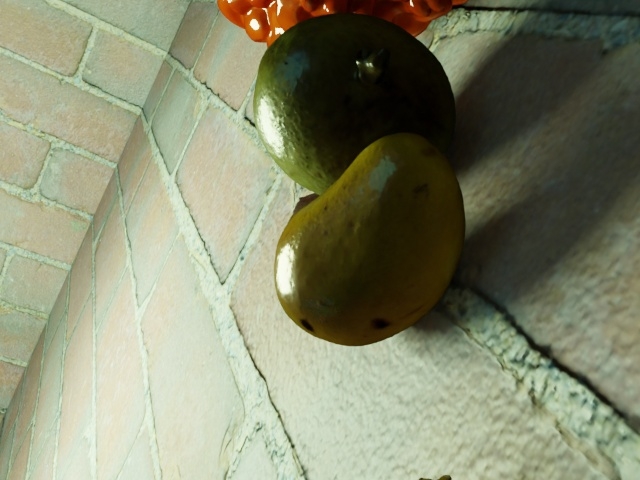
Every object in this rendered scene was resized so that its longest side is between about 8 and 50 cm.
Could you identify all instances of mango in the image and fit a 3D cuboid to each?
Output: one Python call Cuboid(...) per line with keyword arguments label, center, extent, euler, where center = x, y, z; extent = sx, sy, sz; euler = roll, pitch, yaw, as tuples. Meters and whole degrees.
Cuboid(label="mango", center=(0.036, 0.009, 0.474), extent=(0.178, 0.115, 0.090), euler=(-42, -7, 37))

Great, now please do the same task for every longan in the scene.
Cuboid(label="longan", center=(0.028, -0.104, 0.515), extent=(0.176, 0.154, 0.145), euler=(158, 99, -76))

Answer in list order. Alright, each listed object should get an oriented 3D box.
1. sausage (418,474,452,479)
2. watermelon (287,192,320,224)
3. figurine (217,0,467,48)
Cuboid(label="sausage", center=(0.021, 0.258, 0.328), extent=(0.103, 0.076, 0.302), euler=(16, 84, 66))
Cuboid(label="watermelon", center=(0.002, -0.001, 0.598), extent=(0.084, 0.072, 0.092), euler=(-85, 21, -70))
Cuboid(label="figurine", center=(0.024, -0.335, 0.532), extent=(0.306, 0.412, 0.241), euler=(12, 43, 25))
